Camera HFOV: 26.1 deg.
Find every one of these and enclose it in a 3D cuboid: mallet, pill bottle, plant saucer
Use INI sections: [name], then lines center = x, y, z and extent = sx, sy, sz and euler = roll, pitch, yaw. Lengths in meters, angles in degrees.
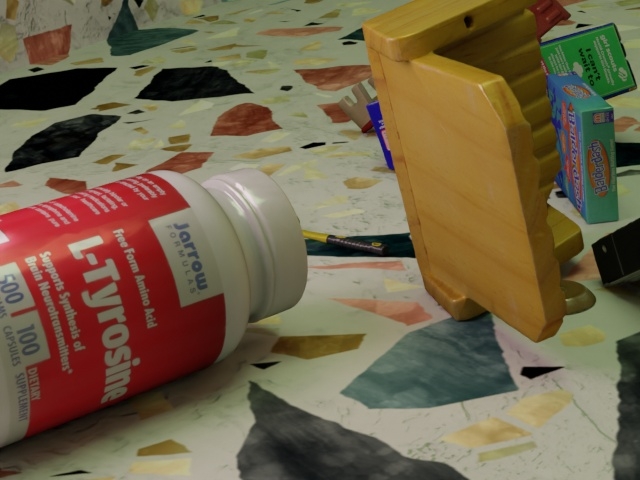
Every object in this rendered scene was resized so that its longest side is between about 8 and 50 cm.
[mallet]
center = 0.000, 0.000, 1.856
extent = 0.190, 0.039, 0.062
euler = 15, 30, 37
[pill bottle]
center = -0.226, 0.056, 1.487
extent = 0.408, 0.229, 0.229
euler = -20, 24, -31
[plant saucer]
center = 0.280, 0.064, 1.619
extent = 0.083, 0.015, 0.083
euler = -6, 20, 2

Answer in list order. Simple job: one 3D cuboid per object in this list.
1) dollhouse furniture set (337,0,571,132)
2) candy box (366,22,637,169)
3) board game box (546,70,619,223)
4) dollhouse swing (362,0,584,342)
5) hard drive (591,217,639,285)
[dollhouse furniture set]
center = 0.233, -0.313, 2.393
extent = 0.374, 0.152, 0.201
euler = -40, -2, -33
[candy box]
center = 0.280, -0.224, 2.144
extent = 0.317, 0.122, 0.268
euler = -23, 5, -35
[board game box]
center = 0.361, -0.132, 1.916
extent = 0.047, 0.160, 0.210
euler = -8, 20, -2
[dollhouse swing]
center = 0.238, -0.100, 1.550
extent = 0.315, 0.346, 0.305
euler = -28, 25, -29
[hard drive]
center = 0.471, -0.028, 1.517
extent = 0.237, 0.064, 0.339
euler = -13, -10, -15
